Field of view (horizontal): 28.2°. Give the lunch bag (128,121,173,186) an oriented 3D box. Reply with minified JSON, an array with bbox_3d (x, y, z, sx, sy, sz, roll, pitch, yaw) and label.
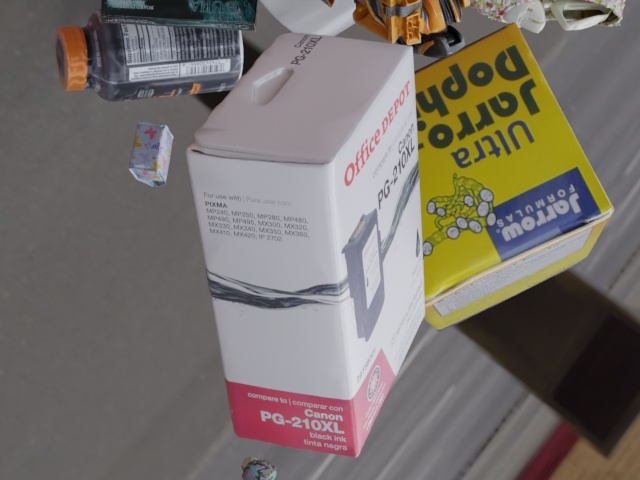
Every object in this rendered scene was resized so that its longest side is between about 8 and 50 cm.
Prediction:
[{"bbox_3d":[-0.230,-0.116,1.738,0.083,0.053,0.071,64,34,-77],"label":"lunch bag"}]

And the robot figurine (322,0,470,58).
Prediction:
[{"bbox_3d":[0.023,-0.267,1.056,0.085,0.291,0.211,-26,137,-19],"label":"robot figurine"}]

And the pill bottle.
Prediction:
[{"bbox_3d":[-0.241,-0.262,1.767,0.245,0.130,0.130,-8,143,-20],"label":"pill bottle"}]

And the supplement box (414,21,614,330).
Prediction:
[{"bbox_3d":[0.151,-0.045,1.271,0.194,0.195,0.356,-26,170,4],"label":"supplement box"}]

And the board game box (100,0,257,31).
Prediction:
[{"bbox_3d":[-0.166,-0.317,1.523,0.026,0.186,0.126,91,3,-79],"label":"board game box"}]

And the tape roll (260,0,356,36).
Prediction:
[{"bbox_3d":[0.011,-0.380,1.500,0.169,0.246,0.246,-27,175,27],"label":"tape roll"}]

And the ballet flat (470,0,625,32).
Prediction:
[{"bbox_3d":[0.345,-0.349,1.893,0.241,0.077,0.091,-6,159,-8],"label":"ballet flat"}]

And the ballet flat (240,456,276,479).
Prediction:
[{"bbox_3d":[-0.070,0.256,1.409,0.041,0.041,0.114,-50,174,-11],"label":"ballet flat"}]

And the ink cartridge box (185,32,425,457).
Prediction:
[{"bbox_3d":[0.000,0.000,0.878,0.172,0.100,0.237,-58,149,-50],"label":"ink cartridge box"}]
